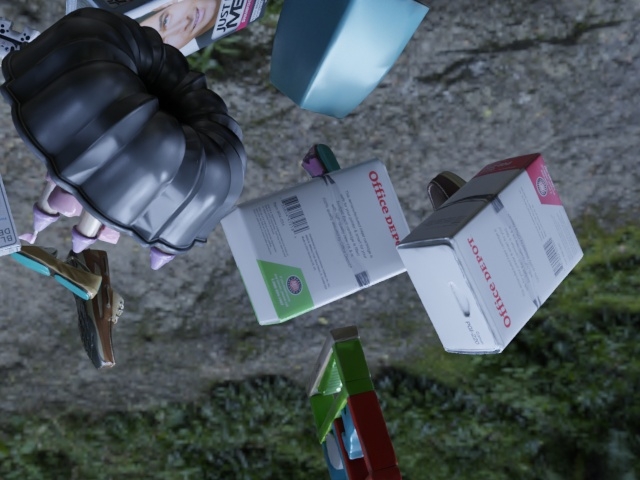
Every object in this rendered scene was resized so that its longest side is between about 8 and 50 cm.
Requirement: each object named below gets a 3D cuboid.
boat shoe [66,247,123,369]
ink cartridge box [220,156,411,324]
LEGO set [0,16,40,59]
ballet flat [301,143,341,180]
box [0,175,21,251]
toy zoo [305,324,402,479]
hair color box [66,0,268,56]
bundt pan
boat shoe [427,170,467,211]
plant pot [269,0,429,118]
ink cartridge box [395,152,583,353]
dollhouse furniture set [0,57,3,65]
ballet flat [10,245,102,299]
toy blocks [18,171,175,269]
[{"bbox_3d":[-0.569,0.167,2.211,0.119,0.324,0.122,-9,167,-30],"label":"boat shoe"},{"bbox_3d":[0.000,0.000,1.417,0.272,0.198,0.115,-20,179,-24],"label":"ink cartridge box"},{"bbox_3d":[-0.517,-0.286,1.201,0.227,0.093,0.087,19,179,-7],"label":"LEGO set"},{"bbox_3d":[0.025,-0.088,1.608,0.077,0.221,0.079,7,131,-43],"label":"ballet flat"},{"bbox_3d":[-0.637,-0.111,1.576,0.087,0.290,0.169,-16,-177,-20],"label":"box"},{"bbox_3d":[0.046,0.257,0.869,0.030,0.293,0.192,-10,154,-14],"label":"toy zoo"},{"bbox_3d":[-0.241,-0.406,1.425,0.374,0.113,0.185,-36,166,-33],"label":"hair color box"},{"bbox_3d":[-0.213,-0.149,1.037,0.124,0.331,0.331,-38,157,20],"label":"bundt pan"},{"bbox_3d":[0.258,0.012,1.577,0.123,0.342,0.123,-16,147,-9],"label":"boat shoe"},{"bbox_3d":[0.027,-0.335,1.420,0.165,0.234,0.166,8,-152,-44],"label":"plant pot"},{"bbox_3d":[0.213,0.015,1.046,0.092,0.159,0.218,-9,-157,48],"label":"ink cartridge box"},{"bbox_3d":[-0.752,-0.425,1.798,0.151,0.144,0.123,-34,-146,-8],"label":"dollhouse furniture set"},{"bbox_3d":[-0.636,0.061,2.059,0.232,0.073,0.080,31,152,-4],"label":"ballet flat"},{"bbox_3d":[-0.433,-0.083,1.733,0.288,0.260,0.309,18,-158,-31],"label":"toy blocks"}]
